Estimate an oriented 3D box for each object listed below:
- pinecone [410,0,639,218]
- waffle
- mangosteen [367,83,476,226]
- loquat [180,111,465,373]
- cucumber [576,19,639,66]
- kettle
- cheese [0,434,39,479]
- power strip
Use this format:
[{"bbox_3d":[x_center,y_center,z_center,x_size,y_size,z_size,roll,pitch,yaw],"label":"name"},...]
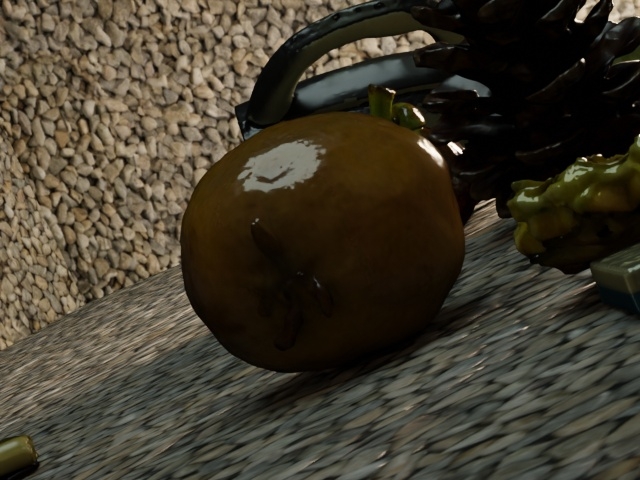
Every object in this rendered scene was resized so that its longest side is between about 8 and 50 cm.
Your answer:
[{"bbox_3d":[0.205,-0.158,1.876,0.244,0.309,0.244,-26,26,14],"label":"pinecone"},{"bbox_3d":[0.248,-0.039,1.300,0.238,0.058,0.243,-25,-12,30],"label":"waffle"},{"bbox_3d":[0.083,-0.069,2.113,0.156,0.181,0.146,-8,51,26],"label":"mangosteen"},{"bbox_3d":[0.000,0.000,1.508,0.238,0.193,0.238,-18,8,3],"label":"loquat"},{"bbox_3d":[0.297,-0.160,2.161,0.191,0.191,0.130,-27,6,-36],"label":"cucumber"},{"bbox_3d":[0.076,-0.139,2.281,0.324,0.321,0.228,-20,36,1],"label":"kettle"},{"bbox_3d":[-0.329,0.217,1.746,0.162,0.036,0.086,-24,2,-6],"label":"cheese"},{"bbox_3d":[0.200,0.018,1.189,0.056,0.032,0.123,-23,3,-2],"label":"power strip"}]
